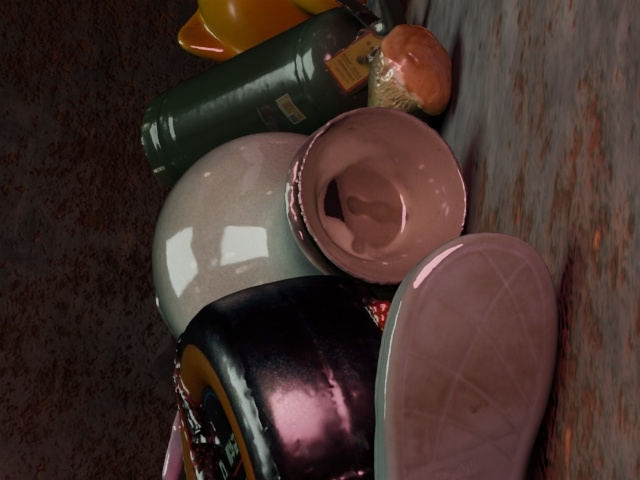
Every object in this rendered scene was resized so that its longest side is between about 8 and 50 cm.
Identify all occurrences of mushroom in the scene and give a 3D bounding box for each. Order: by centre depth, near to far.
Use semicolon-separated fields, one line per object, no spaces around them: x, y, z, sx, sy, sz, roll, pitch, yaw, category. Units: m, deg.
0.056;-0.080;1.214;0.202;0.054;0.059;95;-175;-67;mushroom

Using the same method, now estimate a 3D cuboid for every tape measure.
0.000;0.126;0.975;0.202;0.135;0.223;111;142;-64;tape measure

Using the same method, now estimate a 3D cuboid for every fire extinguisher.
-0.025;-0.122;1.418;0.311;0.114;0.095;-17;26;48;fire extinguisher

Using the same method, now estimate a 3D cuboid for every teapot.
0.000;0.000;1.139;0.251;0.183;0.183;146;131;-67;teapot

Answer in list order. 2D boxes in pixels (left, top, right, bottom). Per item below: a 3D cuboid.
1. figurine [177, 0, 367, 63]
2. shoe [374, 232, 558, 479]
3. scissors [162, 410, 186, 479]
-0.033;-0.240;1.475;0.215;0.215;0.228;-90;15;-50;figurine
0.057;0.090;0.803;0.078;0.079;0.195;-145;57;-78;shoe
-0.076;0.126;1.158;0.212;0.021;0.110;93;-164;-67;scissors
